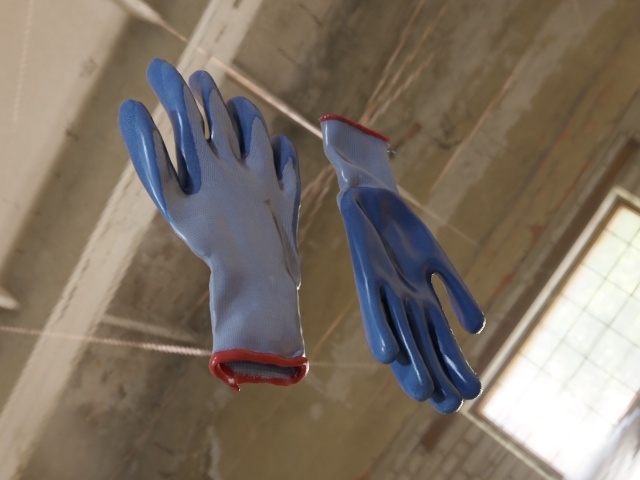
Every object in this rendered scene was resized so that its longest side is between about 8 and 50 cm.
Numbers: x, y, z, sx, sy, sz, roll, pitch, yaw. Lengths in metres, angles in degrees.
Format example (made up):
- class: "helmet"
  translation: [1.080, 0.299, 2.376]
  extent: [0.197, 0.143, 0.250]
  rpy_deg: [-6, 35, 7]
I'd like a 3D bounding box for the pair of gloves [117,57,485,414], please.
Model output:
- class: "pair of gloves"
  translation: [0.000, 0.000, 0.448]
  extent: [0.198, 0.159, 0.023]
  rpy_deg: [16, -42, -43]
